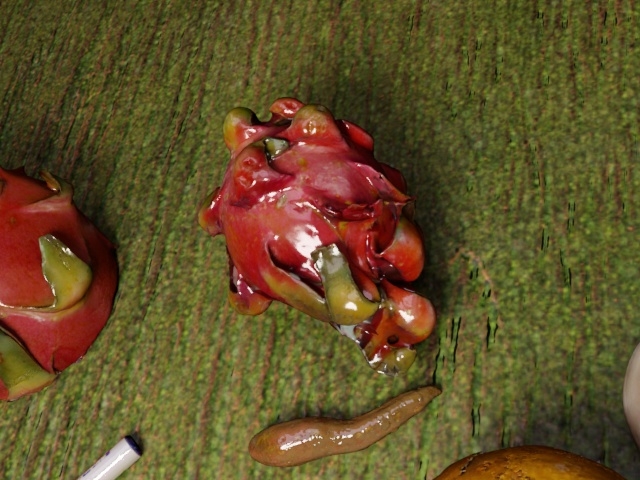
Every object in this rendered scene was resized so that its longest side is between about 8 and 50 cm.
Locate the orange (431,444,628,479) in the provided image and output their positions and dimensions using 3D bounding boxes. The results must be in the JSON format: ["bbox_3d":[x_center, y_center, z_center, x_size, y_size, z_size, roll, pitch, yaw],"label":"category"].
[{"bbox_3d":[0.167,0.279,0.725,0.240,0.240,0.240,-11,54,15],"label":"orange"}]

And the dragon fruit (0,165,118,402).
[{"bbox_3d":[-0.423,0.026,1.141,0.305,0.225,0.305,-10,53,13],"label":"dragon fruit"}]

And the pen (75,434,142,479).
[{"bbox_3d":[-0.305,0.316,1.015,0.269,0.033,0.033,-41,52,-9],"label":"pen"}]

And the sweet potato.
[{"bbox_3d":[0.025,0.195,0.960,0.214,0.050,0.050,-16,53,6],"label":"sweet potato"}]

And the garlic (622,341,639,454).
[{"bbox_3d":[0.385,0.113,0.846,0.266,0.148,0.128,-37,15,0],"label":"garlic"}]

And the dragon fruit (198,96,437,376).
[{"bbox_3d":[0.007,-0.015,0.997,0.307,0.227,0.243,18,70,28],"label":"dragon fruit"}]
